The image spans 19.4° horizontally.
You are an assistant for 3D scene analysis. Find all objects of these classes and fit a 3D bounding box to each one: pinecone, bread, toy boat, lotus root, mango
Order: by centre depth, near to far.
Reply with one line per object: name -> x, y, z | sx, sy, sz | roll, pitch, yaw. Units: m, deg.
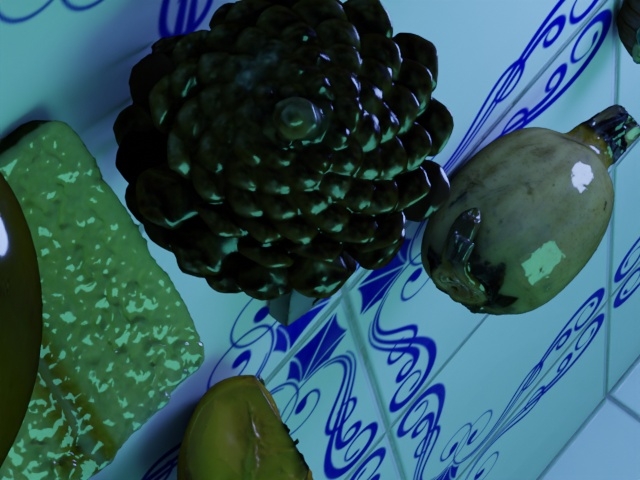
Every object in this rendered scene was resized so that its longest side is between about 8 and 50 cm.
bread -> -0.261, 0.058, 1.386 | 0.263, 0.198, 0.236 | -44, 124, -27
pinecone -> -0.041, -0.074, 1.426 | 0.264, 0.264, 0.264 | -44, 157, -23
mango -> -0.080, 0.255, 1.957 | 0.138, 0.187, 0.257 | -12, 154, -6
lotus root -> 0.249, -0.045, 2.147 | 0.310, 0.183, 0.183 | -46, 158, -19
toy boat -> 0.440, -0.333, 2.217 | 0.108, 0.099, 0.293 | -28, 155, -48

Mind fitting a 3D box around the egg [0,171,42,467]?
egg -> -0.312, 0.070, 1.002 | 0.351, 0.282, 0.282 | -40, 158, -3

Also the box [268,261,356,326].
box -> 0.000, 0.000, 1.894 | 0.115, 0.036, 0.177 | -40, 156, -30
